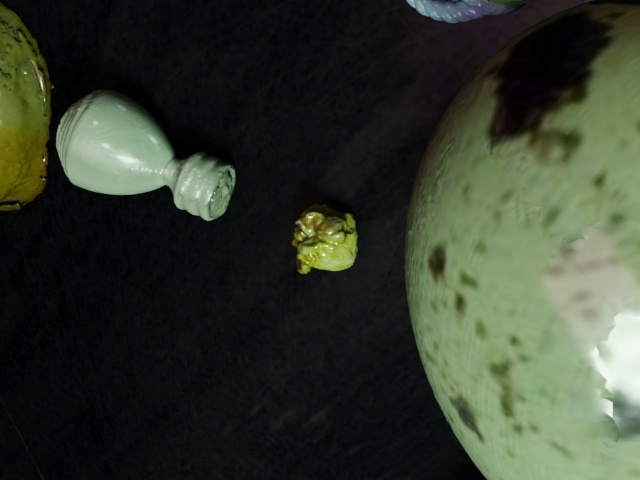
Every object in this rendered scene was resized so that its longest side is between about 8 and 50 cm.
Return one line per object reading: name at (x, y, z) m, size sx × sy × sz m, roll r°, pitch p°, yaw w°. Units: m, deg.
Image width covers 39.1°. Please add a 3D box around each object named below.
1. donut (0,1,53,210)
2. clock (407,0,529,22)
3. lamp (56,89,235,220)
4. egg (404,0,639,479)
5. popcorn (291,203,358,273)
donut at (-0.426, -0.153, 1.041) m, size 0.272 × 0.107 × 0.272 m, roll 13°, pitch 116°, yaw 28°
clock at (0.104, -0.255, 0.638) m, size 0.195 × 0.100 × 0.194 m, roll -3°, pitch 109°, yaw 43°
lamp at (-0.179, -0.081, 0.913) m, size 0.193 × 0.106 × 0.106 m, roll 25°, pitch 123°, yaw 12°
egg at (0.201, 0.037, 0.579) m, size 0.287 × 0.287 × 0.379 m, roll -3°, pitch 107°, yaw 35°
popcorn at (0.000, 0.003, 0.849) m, size 0.068 × 0.059 × 0.083 m, roll 54°, pitch 138°, yaw 2°
